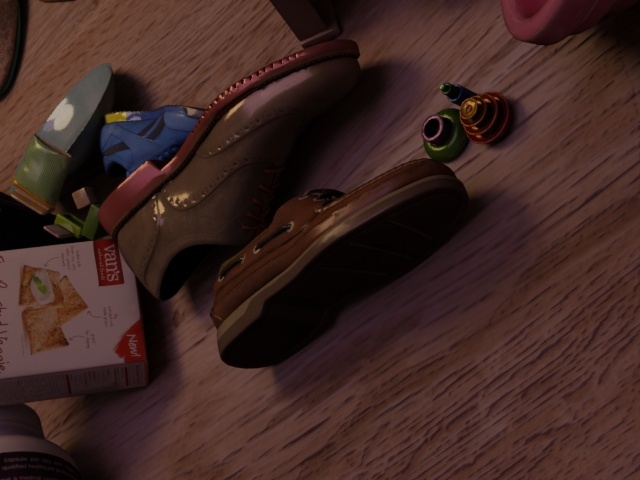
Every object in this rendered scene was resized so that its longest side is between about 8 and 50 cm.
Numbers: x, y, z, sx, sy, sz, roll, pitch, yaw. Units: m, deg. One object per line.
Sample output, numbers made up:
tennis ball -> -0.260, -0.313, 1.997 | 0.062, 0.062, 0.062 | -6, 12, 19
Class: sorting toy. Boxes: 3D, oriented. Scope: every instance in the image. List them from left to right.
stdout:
sorting toy -> 0.121, -0.110, 1.267 | 0.102, 0.042, 0.061 | -17, 63, 42

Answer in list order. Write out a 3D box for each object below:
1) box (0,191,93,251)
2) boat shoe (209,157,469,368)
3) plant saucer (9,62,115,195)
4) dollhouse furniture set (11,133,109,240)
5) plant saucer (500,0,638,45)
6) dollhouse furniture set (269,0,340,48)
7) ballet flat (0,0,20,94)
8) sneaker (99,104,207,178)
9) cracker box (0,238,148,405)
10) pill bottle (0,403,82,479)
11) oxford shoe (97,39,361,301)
box -> -0.418, -0.016, 1.687 | 0.261, 0.184, 0.103 | 19, 87, 48
boat shoe -> 0.000, 0.000, 1.299 | 0.307, 0.111, 0.104 | -36, 53, 31
plant saucer -> -0.293, -0.121, 1.678 | 0.195, 0.037, 0.195 | -42, 24, 24
dollhouse furniture set -> -0.286, -0.050, 1.552 | 0.152, 0.058, 0.076 | 30, 109, 19
plant saucer -> 0.228, -0.311, 1.110 | 0.332, 0.084, 0.332 | -168, 90, -84
dollhouse furniture set -> 0.049, -0.316, 1.387 | 0.242, 0.161, 0.212 | -22, 57, 13
ballet flat -> -0.463, -0.345, 1.921 | 0.108, 0.106, 0.316 | -19, 62, 41
sneaker -> -0.168, -0.103, 1.553 | 0.209, 0.069, 0.082 | -2, 82, 47
cracker box -> -0.305, 0.088, 1.507 | 0.067, 0.232, 0.155 | 98, 162, -57
pill bottle -> -0.316, 0.327, 1.449 | 0.181, 0.181, 0.323 | -43, 48, 26
oxford shoe -> -0.071, -0.067, 1.422 | 0.348, 0.123, 0.130 | -39, 73, 32
